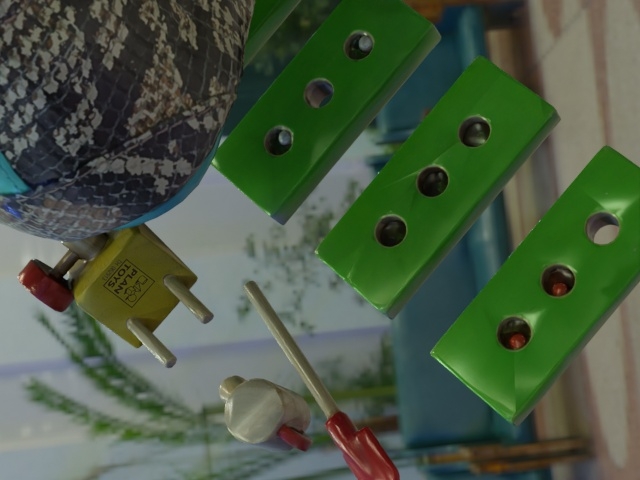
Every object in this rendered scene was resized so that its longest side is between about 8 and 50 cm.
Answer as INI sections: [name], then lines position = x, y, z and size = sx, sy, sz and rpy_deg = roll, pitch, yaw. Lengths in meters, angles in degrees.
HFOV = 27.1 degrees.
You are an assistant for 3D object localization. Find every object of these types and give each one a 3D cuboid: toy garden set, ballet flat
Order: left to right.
[ballet flat]
position = -0.080, -0.232, 0.569
size = 0.182, 0.164, 0.483
rpy_deg = 58, -146, -48
[toy garden set]
position = 0.000, 0.000, 0.574
size = 0.244, 0.204, 0.049
rpy_deg = 41, -179, 26
